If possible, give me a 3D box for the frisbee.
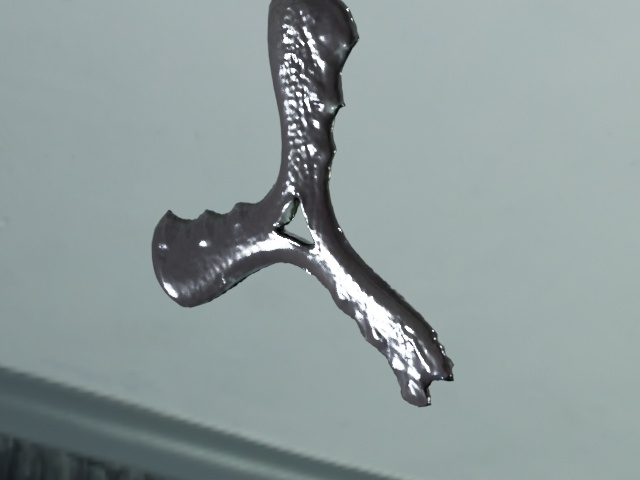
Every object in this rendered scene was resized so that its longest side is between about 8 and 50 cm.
[{"bbox_3d":[0.000,0.000,0.704,0.012,0.187,0.211,-20,148,-44],"label":"frisbee"}]
